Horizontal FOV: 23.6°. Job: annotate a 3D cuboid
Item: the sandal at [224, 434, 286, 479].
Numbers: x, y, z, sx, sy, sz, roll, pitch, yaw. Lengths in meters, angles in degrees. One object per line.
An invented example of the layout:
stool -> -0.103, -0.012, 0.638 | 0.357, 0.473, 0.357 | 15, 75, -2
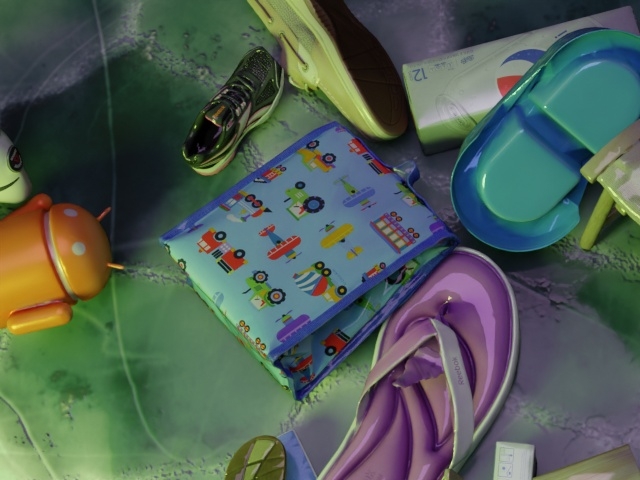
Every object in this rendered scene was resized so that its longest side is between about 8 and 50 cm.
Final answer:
sandal -> -0.074, 0.314, 1.762 | 0.072, 0.049, 0.180 | 2, 87, 15

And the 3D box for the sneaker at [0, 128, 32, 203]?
sneaker -> -0.507, -0.063, 1.917 | 0.330, 0.146, 0.122 | -8, 43, 31

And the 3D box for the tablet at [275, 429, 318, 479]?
tablet -> -0.038, 0.268, 1.790 | 0.054, 0.006, 0.083 | -27, 69, -1

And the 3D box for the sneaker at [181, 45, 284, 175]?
sneaker -> -0.109, -0.157, 1.884 | 0.072, 0.077, 0.178 | 31, 96, 13

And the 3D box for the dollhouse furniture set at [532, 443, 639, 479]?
dollhouse furniture set -> 0.318, 0.360, 1.621 | 0.212, 0.161, 0.242 | -20, 70, 1

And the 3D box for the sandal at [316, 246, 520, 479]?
sandal -> 0.111, 0.193, 1.740 | 0.169, 0.102, 0.416 | 21, 75, 14

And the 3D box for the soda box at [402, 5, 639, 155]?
soda box -> 0.249, -0.191, 1.852 | 0.286, 0.098, 0.091 | -14, 70, 3

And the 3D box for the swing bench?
swing bench -> 0.429, -0.002, 1.676 | 0.165, 0.255, 0.253 | -40, 71, -6

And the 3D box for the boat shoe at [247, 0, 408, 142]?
boat shoe -> 0.002, -0.235, 1.912 | 0.098, 0.109, 0.302 | -43, 71, 32

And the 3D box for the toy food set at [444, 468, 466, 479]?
toy food set -> 0.126, 0.369, 1.682 | 0.071, 0.128, 0.218 | -4, 69, 31

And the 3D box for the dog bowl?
dog bowl -> 0.275, -0.124, 1.774 | 0.166, 0.074, 0.297 | 38, 107, -17

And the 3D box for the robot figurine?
robot figurine -> -0.349, 0.028, 1.854 | 0.219, 0.158, 0.128 | -18, 109, 3

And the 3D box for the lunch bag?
lunch bag -> 0.000, 0.000, 1.795 | 0.293, 0.138, 0.221 | -41, 62, -8

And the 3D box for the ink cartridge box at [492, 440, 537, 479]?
ink cartridge box -> 0.207, 0.333, 1.682 | 0.046, 0.097, 0.207 | 4, 72, 10
